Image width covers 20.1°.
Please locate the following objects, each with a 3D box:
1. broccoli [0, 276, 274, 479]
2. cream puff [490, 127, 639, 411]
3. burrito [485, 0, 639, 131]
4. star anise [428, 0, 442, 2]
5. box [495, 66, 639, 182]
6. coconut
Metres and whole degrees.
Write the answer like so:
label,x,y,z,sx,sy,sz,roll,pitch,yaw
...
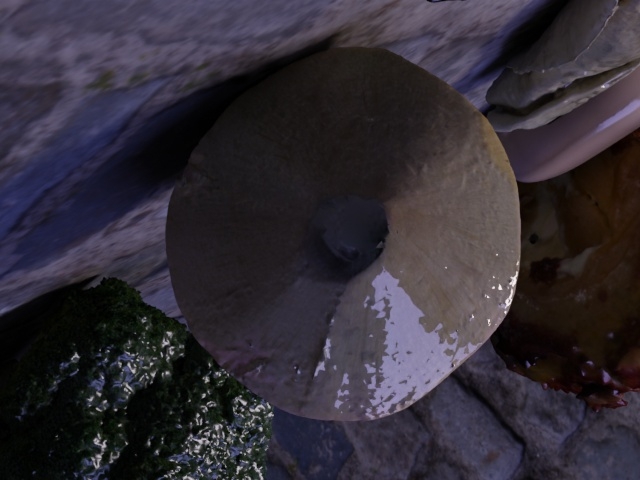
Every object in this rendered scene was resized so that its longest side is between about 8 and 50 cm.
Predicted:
label,x,y,z,sx,sy,sz,roll,pitch,yaw
broccoli,-0.194,0.185,1.509,0.283,0.304,0.321,24,-112,46
cream puff,0.312,0.014,1.922,0.350,0.350,0.229,-35,145,31
burrito,0.245,-0.181,1.421,0.117,0.076,0.392,-25,171,-29
star anise,0.142,-0.182,1.083,0.157,0.053,0.212,-14,-171,-23
box,0.257,-0.129,1.762,0.200,0.088,0.146,-33,173,30
coconut,0.017,0.003,1.186,0.239,0.239,0.244,-30,172,-4
